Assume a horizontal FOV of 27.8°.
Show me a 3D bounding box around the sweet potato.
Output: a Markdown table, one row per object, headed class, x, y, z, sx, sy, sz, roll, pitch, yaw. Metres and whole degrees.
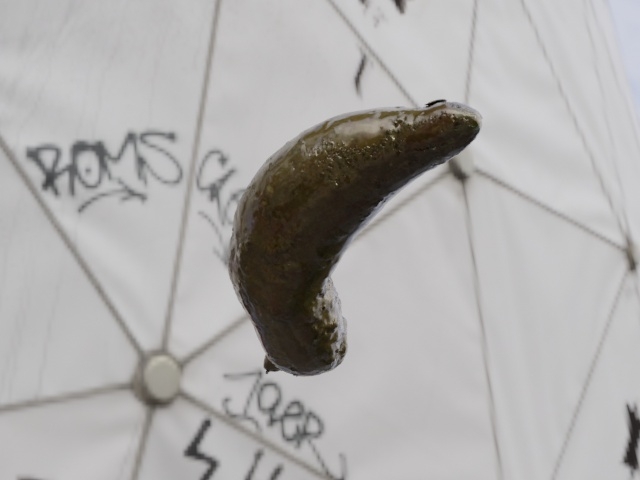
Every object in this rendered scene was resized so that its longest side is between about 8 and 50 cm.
| class | x | y | z | sx | sy | sz | roll | pitch | yaw |
| --- | --- | --- | --- | --- | --- | --- | --- | --- | --- |
| sweet potato | -0.004 | 0.001 | 0.943 | 0.124 | 0.098 | 0.310 | 15 | -52 | -16 |
